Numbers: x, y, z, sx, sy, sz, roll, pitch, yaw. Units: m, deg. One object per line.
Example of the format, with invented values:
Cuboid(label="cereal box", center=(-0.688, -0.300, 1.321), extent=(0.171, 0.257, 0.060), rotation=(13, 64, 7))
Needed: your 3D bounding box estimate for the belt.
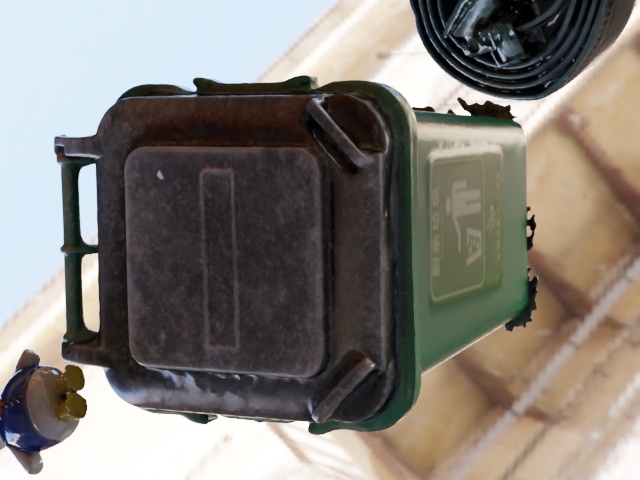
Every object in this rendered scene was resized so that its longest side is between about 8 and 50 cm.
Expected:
Cuboid(label="belt", center=(0.191, -0.255, 1.628), extent=(0.206, 0.267, 0.116), rotation=(35, -137, 15))

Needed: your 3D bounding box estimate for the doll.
Cuboid(label="doll", center=(-0.230, 0.132, 1.325), extent=(0.057, 0.143, 0.099), rotation=(22, -124, -48))

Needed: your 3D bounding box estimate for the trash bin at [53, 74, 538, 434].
Cuboid(label="trash bin", center=(0.000, 0.000, 1.413), extent=(0.381, 0.295, 0.259), rotation=(-9, -81, -61))
